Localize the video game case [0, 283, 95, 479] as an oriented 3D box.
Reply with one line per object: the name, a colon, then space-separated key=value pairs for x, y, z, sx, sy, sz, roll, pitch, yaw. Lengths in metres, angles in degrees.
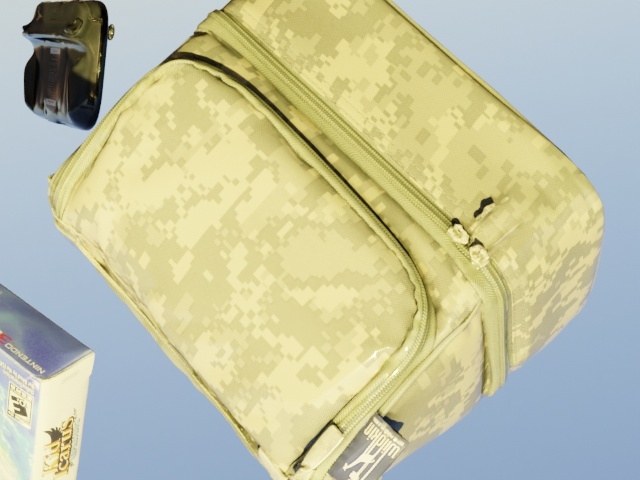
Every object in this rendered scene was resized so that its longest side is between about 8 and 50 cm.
video game case: x=-0.312 y=0.125 z=1.191 sx=0.269 sy=0.244 sz=0.061 roll=32 pitch=-139 yaw=25

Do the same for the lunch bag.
lunch bag: x=0.000 y=0.000 z=0.934 sx=0.256 sy=0.305 sz=0.212 roll=-40 pitch=159 yaw=-10

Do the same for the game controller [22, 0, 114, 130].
game controller: x=-0.341 y=-0.238 z=1.928 sx=0.067 sy=0.167 sz=0.319 roll=-5 pitch=-169 yaw=-22
